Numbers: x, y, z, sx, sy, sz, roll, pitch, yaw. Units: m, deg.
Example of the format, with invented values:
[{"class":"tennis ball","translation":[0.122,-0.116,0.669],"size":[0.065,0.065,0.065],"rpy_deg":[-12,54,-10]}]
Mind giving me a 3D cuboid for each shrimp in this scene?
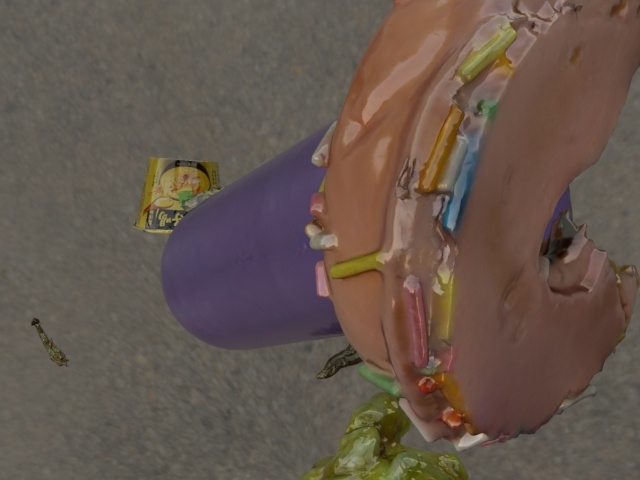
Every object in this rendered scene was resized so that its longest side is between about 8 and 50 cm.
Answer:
[{"class":"shrimp","translation":[-0.423,0.158,1.548],"size":[0.023,0.114,0.083],"rpy_deg":[-34,120,-17]}]

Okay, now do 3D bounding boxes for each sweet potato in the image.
[{"class":"sweet potato","translation":[0.052,0.147,1.357],"size":[0.153,0.041,0.038],"rpy_deg":[-37,94,-44]}]

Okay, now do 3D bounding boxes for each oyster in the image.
[{"class":"oyster","translation":[-0.150,-0.047,1.317],"size":[0.083,0.081,0.038],"rpy_deg":[-21,114,-29]}]

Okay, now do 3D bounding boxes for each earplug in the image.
[{"class":"earplug","translation":[0.000,0.000,0.966],"size":[0.215,0.456,0.215],"rpy_deg":[13,69,-37]}]

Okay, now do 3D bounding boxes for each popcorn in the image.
[{"class":"popcorn","translation":[0.087,0.395,1.340],"size":[0.279,0.274,0.335],"rpy_deg":[39,65,18]}]

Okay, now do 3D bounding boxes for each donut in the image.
[{"class":"donut","translation":[0.073,-0.019,0.429],"size":[0.085,0.232,0.199],"rpy_deg":[19,30,37]}]

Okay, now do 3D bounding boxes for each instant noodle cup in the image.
[{"class":"instant noodle cup","translation":[-0.222,-0.071,1.603],"size":[0.151,0.151,0.122],"rpy_deg":[5,92,1]}]
